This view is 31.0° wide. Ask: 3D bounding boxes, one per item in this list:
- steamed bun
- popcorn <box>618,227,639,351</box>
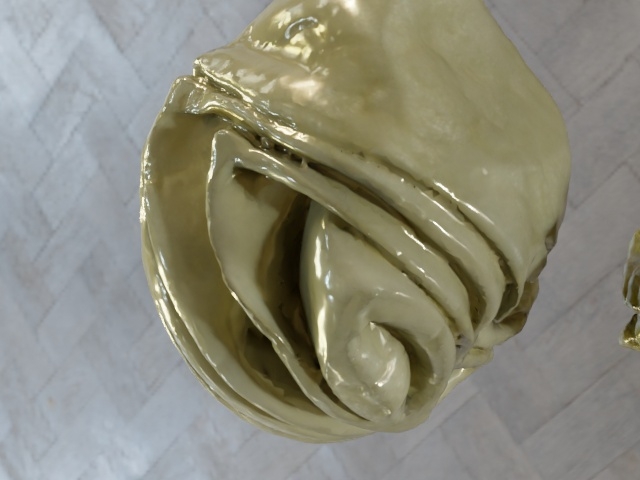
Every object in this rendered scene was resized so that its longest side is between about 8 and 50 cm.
[{"bbox_3d":[0.002,0.003,0.716,0.289,0.203,0.276,-29,102,40],"label":"steamed bun"},{"bbox_3d":[0.269,0.021,0.666,0.173,0.168,0.195,53,169,-2],"label":"popcorn"}]
